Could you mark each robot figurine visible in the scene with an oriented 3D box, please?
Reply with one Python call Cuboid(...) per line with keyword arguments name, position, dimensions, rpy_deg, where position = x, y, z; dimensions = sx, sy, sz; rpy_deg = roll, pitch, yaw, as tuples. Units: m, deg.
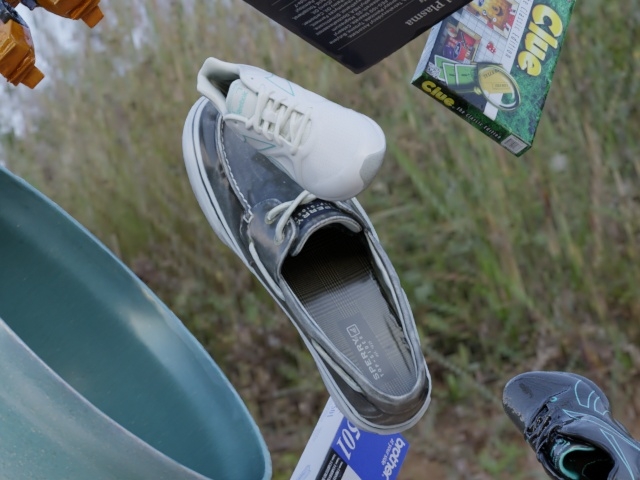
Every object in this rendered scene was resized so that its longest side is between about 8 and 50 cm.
Cuboid(name="robot figurine", position=(-0.362, -0.299, 1.798), dimensions=(0.211, 0.291, 0.085), rpy_deg=(-44, -54, 5))

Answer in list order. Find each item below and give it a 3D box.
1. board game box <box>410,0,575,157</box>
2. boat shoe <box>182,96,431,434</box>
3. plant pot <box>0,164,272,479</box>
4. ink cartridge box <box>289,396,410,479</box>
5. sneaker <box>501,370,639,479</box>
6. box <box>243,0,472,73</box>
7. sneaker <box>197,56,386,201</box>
Cuboid(name="board game box", position=(0.184, -0.217, 1.522), dimensions=(0.136, 0.259, 0.030), rpy_deg=(34, -38, -17))
Cuboid(name="boat shoe", position=(0.000, 0.000, 1.242), dimensions=(0.121, 0.335, 0.119), rpy_deg=(-30, -12, -17))
Cuboid(name="plant pot", position=(-0.199, 0.105, 0.875), dimensions=(0.196, 0.293, 0.293), rpy_deg=(-46, -20, 6))
Cuboid(name="ink cartridge box", position=(0.020, 0.257, 1.557), dimensions=(0.046, 0.097, 0.207), rpy_deg=(-24, 25, 37))
Cuboid(name="sneaker", position=(0.275, 0.211, 1.620), dimensions=(0.106, 0.101, 0.267), rpy_deg=(15, 12, -37))
Cuboid(name="box", position=(-0.018, -0.386, 1.383), dimensions=(0.179, 0.343, 0.312), rpy_deg=(-30, -43, 35))
Cuboid(name="sneaker", position=(-0.022, -0.065, 0.860), dimensions=(0.061, 0.053, 0.152), rpy_deg=(24, 5, -41))
